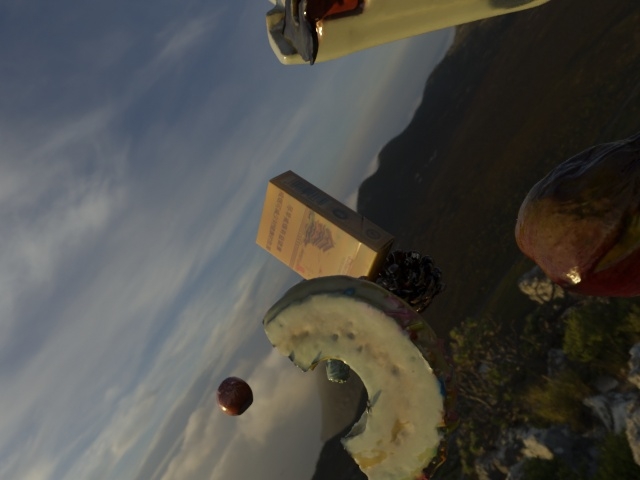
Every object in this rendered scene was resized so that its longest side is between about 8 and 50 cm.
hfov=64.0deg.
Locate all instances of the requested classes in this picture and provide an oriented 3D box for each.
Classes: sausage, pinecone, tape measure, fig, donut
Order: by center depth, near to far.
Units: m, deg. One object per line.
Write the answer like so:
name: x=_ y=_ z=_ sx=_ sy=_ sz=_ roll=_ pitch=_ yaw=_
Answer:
donut: x=0.042 y=0.091 z=0.369 sx=0.108 sy=0.166 sz=0.065 roll=-39 pitch=-14 yaw=25
tape measure: x=0.055 y=-0.260 z=0.386 sx=0.258 sy=0.265 sz=0.130 roll=-19 pitch=-33 yaw=-13
fig: x=0.329 y=-0.061 z=0.574 sx=0.290 sy=0.191 sz=0.190 roll=80 pitch=-149 yaw=-43
sausage: x=-0.142 y=0.255 z=0.836 sx=0.059 sy=0.054 sz=0.094 roll=-45 pitch=-14 yaw=-20
pinecone: x=0.199 y=0.103 z=1.200 sx=0.179 sy=0.150 sz=0.195 roll=-43 pitch=-23 yaw=0

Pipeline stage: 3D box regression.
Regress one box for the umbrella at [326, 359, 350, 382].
umbrella: x=0.042 y=0.245 z=1.150 sx=0.062 sy=0.067 sz=0.143 roll=39 pitch=-127 yaw=-54

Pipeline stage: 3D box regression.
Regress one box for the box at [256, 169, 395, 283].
box: x=0.000 y=0.000 z=1.059 sx=0.076 sy=0.274 sz=0.174 roll=-36 pitch=-28 yaw=-44
